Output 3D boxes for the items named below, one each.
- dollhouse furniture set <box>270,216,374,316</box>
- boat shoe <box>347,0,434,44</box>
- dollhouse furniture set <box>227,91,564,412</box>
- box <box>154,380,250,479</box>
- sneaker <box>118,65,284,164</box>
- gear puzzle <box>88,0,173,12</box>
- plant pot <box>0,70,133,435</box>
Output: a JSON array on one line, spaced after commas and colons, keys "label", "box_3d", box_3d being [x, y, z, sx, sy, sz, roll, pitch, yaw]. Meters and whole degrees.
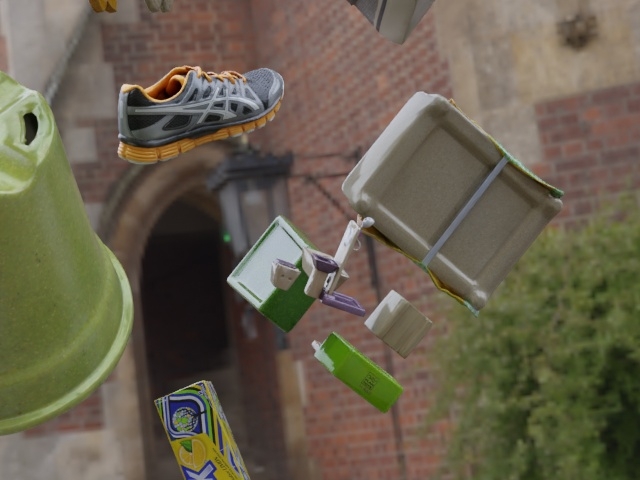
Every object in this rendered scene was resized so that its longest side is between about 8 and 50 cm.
[{"label": "dollhouse furniture set", "box_3d": [0.000, 0.000, 1.186, 0.091, 0.081, 0.114, 19, 11, -19]}, {"label": "boat shoe", "box_3d": [0.049, -0.298, 1.222, 0.158, 0.127, 0.340, 34, -16, 3]}, {"label": "dollhouse furniture set", "box_3d": [0.079, 0.001, 1.444, 0.197, 0.301, 0.151, 39, 0, -18]}, {"label": "box", "box_3d": [-0.101, 0.221, 1.285, 0.054, 0.169, 0.059, -23, -7, -1]}, {"label": "sneaker", "box_3d": [-0.126, -0.151, 1.443, 0.215, 0.083, 0.084, -27, 29, -36]}, {"label": "gear puzzle", "box_3d": [-0.185, -0.299, 1.234, 0.044, 0.339, 0.175, -14, -55, 15]}, {"label": "plant pot", "box_3d": [-0.316, -0.007, 1.207, 0.276, 0.276, 0.254, -6, -42, -7]}]
